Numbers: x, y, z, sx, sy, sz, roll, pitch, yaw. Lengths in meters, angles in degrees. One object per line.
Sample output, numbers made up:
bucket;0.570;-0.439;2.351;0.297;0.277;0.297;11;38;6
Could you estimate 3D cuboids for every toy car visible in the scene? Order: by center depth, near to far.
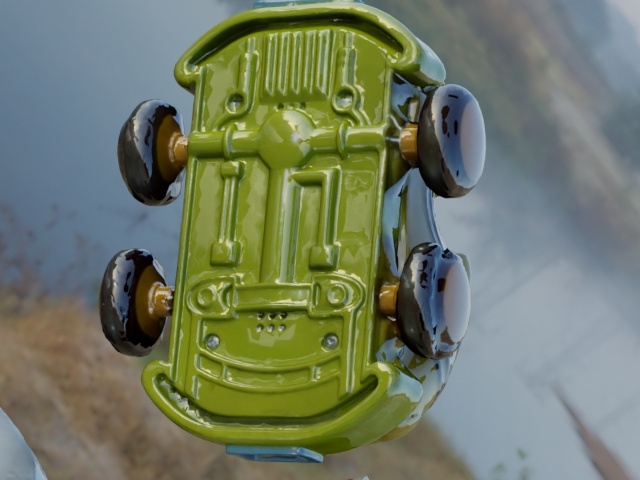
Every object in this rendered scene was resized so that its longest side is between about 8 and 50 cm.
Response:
toy car;0.000;0.000;1.021;0.142;0.200;0.248;29;66;-62

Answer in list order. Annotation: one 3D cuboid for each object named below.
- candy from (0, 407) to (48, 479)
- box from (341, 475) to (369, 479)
candy;-0.321;0.219;1.322;0.295;0.295;0.185;-116;-157;-50
box;-0.014;0.149;0.974;0.093;0.058;0.015;-42;116;-62
